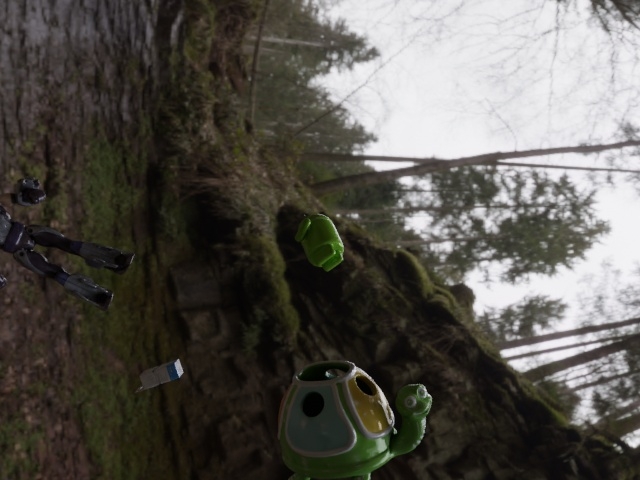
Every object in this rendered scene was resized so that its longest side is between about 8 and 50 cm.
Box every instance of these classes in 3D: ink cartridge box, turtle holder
[{"bbox_3d":[-0.295,0.244,1.206,0.048,0.083,0.028,179,-108,-87],"label":"ink cartridge box"},{"bbox_3d":[0.052,0.387,1.423,0.320,0.243,0.227,0,-76,46],"label":"turtle holder"}]

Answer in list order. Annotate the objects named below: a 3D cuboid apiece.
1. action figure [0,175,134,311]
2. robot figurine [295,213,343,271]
[{"bbox_3d":[-0.433,0.004,0.993,0.185,0.285,0.099,-67,-160,-5],"label":"action figure"},{"bbox_3d":[0.000,0.000,1.182,0.067,0.101,0.115,-38,-134,16],"label":"robot figurine"}]
